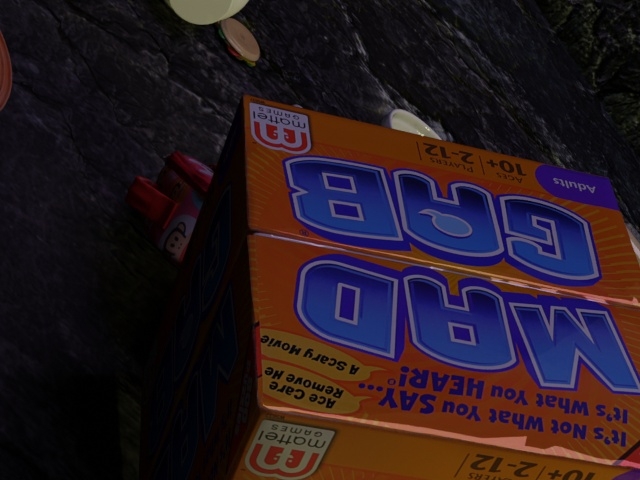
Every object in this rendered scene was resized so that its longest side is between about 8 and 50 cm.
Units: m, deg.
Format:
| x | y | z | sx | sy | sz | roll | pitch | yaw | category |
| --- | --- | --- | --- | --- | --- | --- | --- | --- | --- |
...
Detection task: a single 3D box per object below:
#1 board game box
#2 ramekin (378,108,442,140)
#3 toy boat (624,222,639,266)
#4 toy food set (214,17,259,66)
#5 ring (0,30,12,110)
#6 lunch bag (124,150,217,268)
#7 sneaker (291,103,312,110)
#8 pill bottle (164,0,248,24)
| x | y | z | sx | sy | sz | roll | pitch | yaw | category |
| --- | --- | --- | --- | --- | --- | --- | --- | --- | --- |
| 0.056 | 0.151 | 1.252 | 0.356 | 0.356 | 0.356 | 11 | 40 | -15 | board game box |
| 0.135 | -0.088 | 2.203 | 0.207 | 0.109 | 0.207 | 41 | 26 | -25 | ramekin |
| 0.508 | 0.020 | 2.725 | 0.231 | 0.151 | 0.151 | 54 | -7 | 3 | toy boat |
| -0.123 | -0.297 | 2.144 | 0.083 | 0.020 | 0.082 | 31 | 32 | -40 | toy food set |
| -0.455 | -0.244 | 1.462 | 0.336 | 0.032 | 0.336 | 41 | 26 | -25 | ring |
| -0.092 | 0.000 | 1.547 | 0.258 | 0.120 | 0.293 | 30 | 3 | -18 | lunch bag |
| 0.042 | -0.120 | 2.063 | 0.121 | 0.079 | 0.217 | -39 | 100 | -31 | sneaker |
| -0.161 | -0.409 | 2.078 | 0.146 | 0.146 | 0.264 | 41 | 27 | -23 | pill bottle |
